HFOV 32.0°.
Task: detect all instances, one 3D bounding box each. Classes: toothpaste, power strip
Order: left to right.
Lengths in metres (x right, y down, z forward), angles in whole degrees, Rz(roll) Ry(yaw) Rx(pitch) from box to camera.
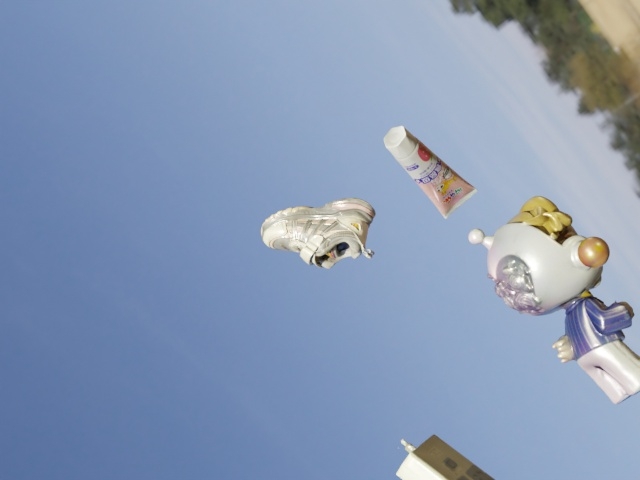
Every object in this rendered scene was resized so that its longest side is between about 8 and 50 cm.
[{"bbox_3d":[0.163,-0.102,1.671,0.194,0.067,0.043,39,-168,-41],"label":"toothpaste"},{"bbox_3d":[0.248,0.369,1.421,0.367,0.043,0.106,36,-163,16],"label":"power strip"}]

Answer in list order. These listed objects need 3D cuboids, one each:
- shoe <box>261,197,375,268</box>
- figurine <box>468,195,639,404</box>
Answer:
[{"bbox_3d":[0.000,0.000,1.707,0.089,0.180,0.092,63,-161,-62],"label":"shoe"},{"bbox_3d":[0.310,0.082,1.402,0.274,0.133,0.194,63,163,-7],"label":"figurine"}]
